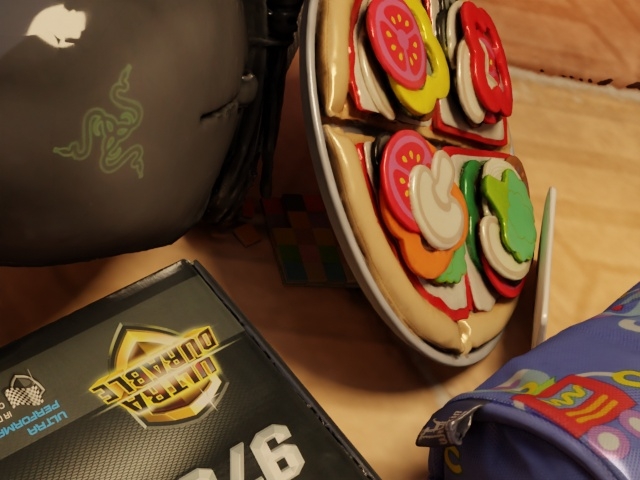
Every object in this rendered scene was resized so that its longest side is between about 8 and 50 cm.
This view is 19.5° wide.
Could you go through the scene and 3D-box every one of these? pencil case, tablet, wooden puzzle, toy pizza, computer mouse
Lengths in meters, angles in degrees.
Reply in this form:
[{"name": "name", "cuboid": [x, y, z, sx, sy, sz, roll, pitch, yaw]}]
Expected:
[{"name": "pencil case", "cuboid": [0.166, 0.060, 0.811, 0.133, 0.119, 0.306, 8, 29, 42]}, {"name": "tablet", "cuboid": [0.101, 0.022, 0.853, 0.006, 0.054, 0.083, 6, 48, 5]}, {"name": "wooden puzzle", "cuboid": [0.000, 0.000, 0.850, 0.083, 0.006, 0.049, 1, 53, -26]}, {"name": "toy pizza", "cuboid": [0.053, -0.045, 0.817, 0.201, 0.032, 0.201, 34, 50, -53]}, {"name": "computer mouse", "cuboid": [-0.057, -0.065, 0.695, 0.072, 0.188, 0.272, 15, 20, 21]}]

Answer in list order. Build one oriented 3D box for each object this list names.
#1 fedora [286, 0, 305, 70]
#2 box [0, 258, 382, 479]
[{"name": "fedora", "cuboid": [-0.101, -0.162, 0.800, 0.124, 0.275, 0.244, 14, 64, 21]}, {"name": "box", "cuboid": [-0.080, 0.119, 0.679, 0.220, 0.051, 0.175, -26, 68, -40]}]
